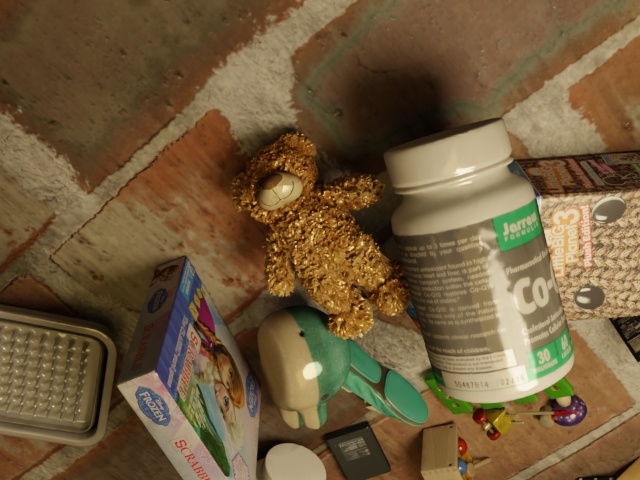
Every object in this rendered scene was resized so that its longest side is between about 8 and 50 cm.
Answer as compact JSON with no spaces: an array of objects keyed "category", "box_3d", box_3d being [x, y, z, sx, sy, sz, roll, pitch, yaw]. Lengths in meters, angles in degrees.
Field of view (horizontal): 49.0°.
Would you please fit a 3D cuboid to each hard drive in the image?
[{"category":"hard drive","box_3d":[0.077,0.434,1.429,0.094,0.022,0.135,-20,117,9]}]

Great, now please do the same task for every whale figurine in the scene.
[{"category":"whale figurine","box_3d":[-0.026,0.226,1.231,0.141,0.216,0.272,-17,145,-19]}]

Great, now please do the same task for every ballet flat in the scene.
[{"category":"ballet flat","box_3d":[0.096,0.272,1.320,0.247,0.083,0.087,41,135,-20]}]

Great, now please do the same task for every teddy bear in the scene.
[{"category":"teddy bear","box_3d":[0.000,0.000,1.077,0.245,0.113,0.338,-15,103,28]}]

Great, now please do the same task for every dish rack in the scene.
[{"category":"dish rack","box_3d":[-0.541,0.233,1.277,0.332,0.072,0.286,12,117,-8]}]

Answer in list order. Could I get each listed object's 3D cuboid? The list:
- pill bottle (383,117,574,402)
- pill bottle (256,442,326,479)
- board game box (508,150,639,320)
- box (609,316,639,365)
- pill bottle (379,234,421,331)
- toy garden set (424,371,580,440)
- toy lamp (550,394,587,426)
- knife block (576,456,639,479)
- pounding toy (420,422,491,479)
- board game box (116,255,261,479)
[{"category":"pill bottle","box_3d":[0.217,0.025,0.994,0.204,0.204,0.361,-16,99,7]},{"category":"pill bottle","box_3d":[-0.101,0.566,1.406,0.181,0.181,0.323,16,117,-10]},{"category":"board game box","box_3d":[0.442,-0.006,1.132,0.290,0.141,0.232,-5,118,1]},{"category":"box","box_3d":[0.616,0.142,1.214,0.180,0.147,0.077,-38,113,17]},{"category":"pill bottle","box_3d":[0.197,0.088,1.186,0.124,0.124,0.221,-30,114,14]},{"category":"toy garden set","box_3d":[0.351,0.283,1.299,0.244,0.049,0.204,-21,121,37]},{"category":"toy lamp","box_3d":[0.418,0.226,1.297,0.080,0.080,0.275,-23,119,11]},{"category":"knife block","box_3d":[0.626,0.562,1.397,0.242,0.275,0.088,-37,117,-15]},{"category":"pounding toy","box_3d":[0.271,0.446,1.391,0.100,0.130,0.141,-16,118,21]},{"category":"board game box","box_3d":[-0.194,0.237,1.149,0.065,0.319,0.318,-20,118,9]}]
